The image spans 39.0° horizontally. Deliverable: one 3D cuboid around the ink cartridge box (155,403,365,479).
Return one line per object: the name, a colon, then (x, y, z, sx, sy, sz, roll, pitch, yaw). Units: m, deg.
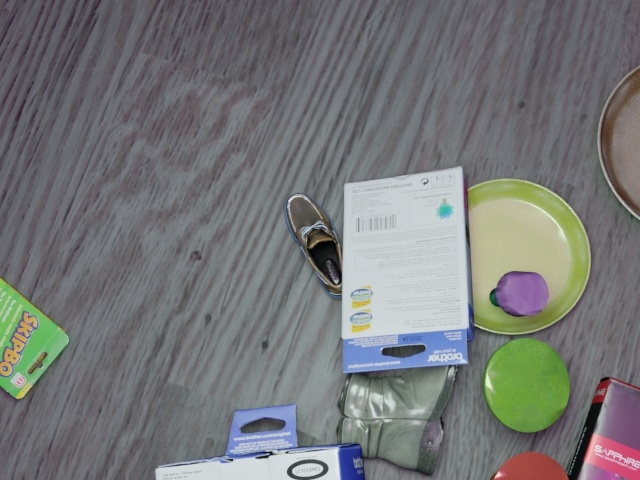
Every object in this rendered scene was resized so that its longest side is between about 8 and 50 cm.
ink cartridge box: (-0.069, 0.426, 1.230, 0.270, 0.151, 0.395, -9, 77, 13)

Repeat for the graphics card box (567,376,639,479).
graphics card box: (0.442, 0.402, 1.245, 0.233, 0.094, 0.371, 22, 80, 9)

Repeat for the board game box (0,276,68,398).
board game box: (-0.520, 0.124, 1.416, 0.259, 0.039, 0.124, 37, 82, 14)

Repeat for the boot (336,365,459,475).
boot: (0.112, 0.211, 1.318, 0.161, 0.083, 0.246, 13, 84, 8)

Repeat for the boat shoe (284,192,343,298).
boat shoe: (0.000, 0.000, 1.389, 0.066, 0.066, 0.183, -30, 76, -3)

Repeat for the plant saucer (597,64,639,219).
plant saucer: (0.580, -0.141, 1.389, 0.311, 0.050, 0.310, -1, 75, 4)

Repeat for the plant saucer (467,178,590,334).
plant saucer: (0.286, 0.026, 1.377, 0.241, 0.037, 0.241, -1, 76, 4)

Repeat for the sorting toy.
sorting toy: (0.266, 0.228, 1.274, 0.127, 0.126, 0.365, 3, 81, -15)

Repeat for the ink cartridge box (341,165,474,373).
ink cartridge box: (0.126, 0.048, 1.320, 0.186, 0.065, 0.311, -7, 59, 17)
